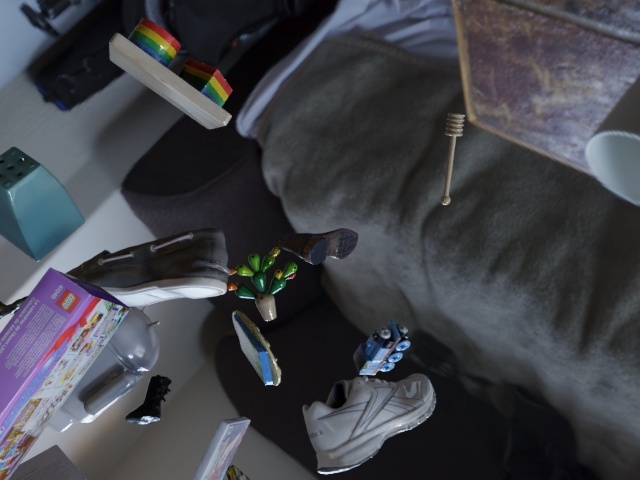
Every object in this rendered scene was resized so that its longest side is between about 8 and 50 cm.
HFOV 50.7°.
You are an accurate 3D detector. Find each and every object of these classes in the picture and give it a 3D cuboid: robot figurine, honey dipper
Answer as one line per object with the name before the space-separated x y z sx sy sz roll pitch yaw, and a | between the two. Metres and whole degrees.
robot figurine | -0.527 0.284 1.595 0.300 0.353 0.200 43 172 46
honey dipper | 0.229 -0.141 1.183 0.030 0.030 0.161 20 110 51

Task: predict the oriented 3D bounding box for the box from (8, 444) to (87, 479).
box | -0.373 0.407 0.973 0.170 0.091 0.130 27 128 38

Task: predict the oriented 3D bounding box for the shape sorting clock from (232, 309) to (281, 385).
shape sorting clock | -0.154 0.259 1.635 0.206 0.040 0.206 51 157 32

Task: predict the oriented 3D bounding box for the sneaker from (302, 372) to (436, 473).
sneaker | 0.093 0.284 1.166 0.111 0.297 0.129 -31 81 43

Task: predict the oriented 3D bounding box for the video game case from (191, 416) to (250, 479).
video game case | -0.223 0.477 1.449 0.023 0.201 0.183 24 172 13

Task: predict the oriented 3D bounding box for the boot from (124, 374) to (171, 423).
boot | -0.393 0.364 1.547 0.121 0.099 0.045 -21 138 38

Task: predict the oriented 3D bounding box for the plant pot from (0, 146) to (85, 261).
plant pot | -0.731 -0.103 1.682 0.165 0.165 0.234 32 150 19

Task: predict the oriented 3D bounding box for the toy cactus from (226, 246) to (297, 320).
toy cactus | -0.157 0.117 1.753 0.112 0.219 0.180 -89 -15 -78

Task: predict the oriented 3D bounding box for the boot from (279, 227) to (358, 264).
boot | 0.000 0.000 1.641 0.106 0.082 0.219 18 -164 32

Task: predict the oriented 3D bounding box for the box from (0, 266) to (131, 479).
box | -0.347 0.176 0.779 0.057 0.293 0.201 34 169 2

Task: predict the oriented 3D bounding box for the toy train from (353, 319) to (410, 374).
toy train | 0.166 0.291 1.821 0.184 0.105 0.080 -63 34 39

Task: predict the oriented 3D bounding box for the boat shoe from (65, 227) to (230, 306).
boat shoe | -0.282 0.046 1.071 0.335 0.095 0.112 -7 160 28

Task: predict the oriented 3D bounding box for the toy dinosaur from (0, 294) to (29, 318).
toy dinosaur | -0.557 0.133 1.276 0.268 0.118 0.064 -6 116 22

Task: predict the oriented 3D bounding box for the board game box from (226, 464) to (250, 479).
board game box | -0.155 0.670 1.600 0.136 0.030 0.260 73 170 -55

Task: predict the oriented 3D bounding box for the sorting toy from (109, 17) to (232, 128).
sorting toy | -0.294 -0.341 1.380 0.257 0.089 0.255 35 176 -18
